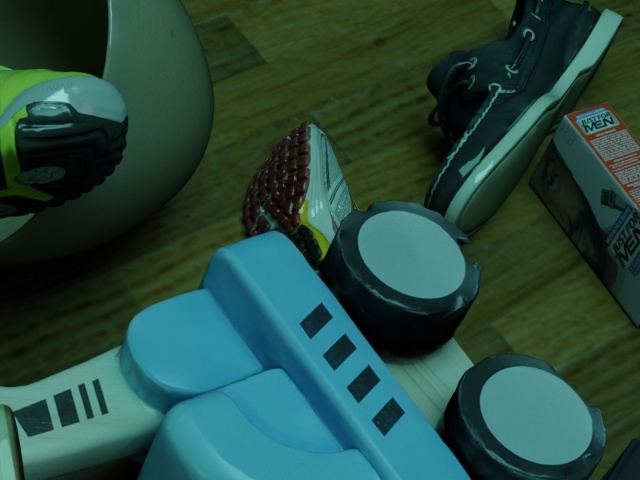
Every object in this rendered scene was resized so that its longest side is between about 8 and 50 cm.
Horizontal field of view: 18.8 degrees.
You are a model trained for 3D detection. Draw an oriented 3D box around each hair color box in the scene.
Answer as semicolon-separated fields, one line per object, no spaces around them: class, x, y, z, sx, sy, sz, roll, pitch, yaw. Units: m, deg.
hair color box;0.254;-0.022;1.631;0.053;0.093;0.167;-17;59;-29

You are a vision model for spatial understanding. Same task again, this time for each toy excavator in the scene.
toy excavator;-0.103;0.121;1.289;0.445;0.222;0.433;-19;60;-37

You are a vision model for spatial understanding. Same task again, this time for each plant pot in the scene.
plant pot;-0.192;-0.109;1.465;0.191;0.284;0.284;14;41;-50

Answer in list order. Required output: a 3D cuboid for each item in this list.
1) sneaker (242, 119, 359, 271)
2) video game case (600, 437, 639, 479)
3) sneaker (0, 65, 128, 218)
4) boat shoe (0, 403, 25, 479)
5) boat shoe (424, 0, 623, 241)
sneaker;0.000;0.000;1.548;0.092;0.088;0.225;23;41;-33
video game case;0.112;0.285;1.237;0.035;0.248;0.275;34;50;7
sneaker;-0.287;-0.087;1.319;0.145;0.384;0.147;13;76;-51
boat shoe;-0.229;0.246;1.160;0.098;0.302;0.109;5;9;-8
boat shoe;0.149;-0.123;1.655;0.113;0.127;0.340;32;48;9
